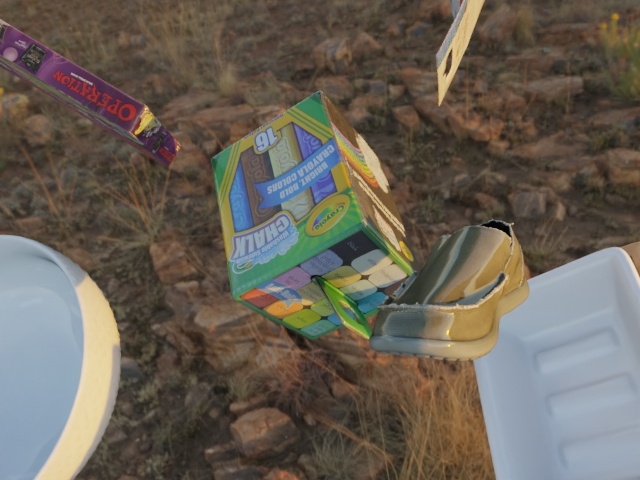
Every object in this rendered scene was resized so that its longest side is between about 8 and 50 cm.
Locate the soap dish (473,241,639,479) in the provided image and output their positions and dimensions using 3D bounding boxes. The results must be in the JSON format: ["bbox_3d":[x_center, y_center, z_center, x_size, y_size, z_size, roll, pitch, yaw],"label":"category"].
[{"bbox_3d":[0.296,0.169,0.644,0.229,0.118,0.290,-29,43,30],"label":"soap dish"}]

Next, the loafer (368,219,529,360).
[{"bbox_3d":[0.113,0.032,0.494,0.095,0.087,0.251,-1,9,30],"label":"loafer"}]

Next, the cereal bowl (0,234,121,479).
[{"bbox_3d":[-0.384,0.173,0.709,0.339,0.141,0.338,-6,69,15],"label":"cereal bowl"}]

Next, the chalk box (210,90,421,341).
[{"bbox_3d":[0.000,0.000,0.721,0.179,0.180,0.288,-28,52,19],"label":"chalk box"}]

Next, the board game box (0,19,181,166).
[{"bbox_3d":[-0.378,-0.231,0.835,0.347,0.208,0.056,31,89,2],"label":"board game box"}]

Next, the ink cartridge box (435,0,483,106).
[{"bbox_3d":[0.256,-0.479,1.082,0.091,0.308,0.384,23,92,12],"label":"ink cartridge box"}]
